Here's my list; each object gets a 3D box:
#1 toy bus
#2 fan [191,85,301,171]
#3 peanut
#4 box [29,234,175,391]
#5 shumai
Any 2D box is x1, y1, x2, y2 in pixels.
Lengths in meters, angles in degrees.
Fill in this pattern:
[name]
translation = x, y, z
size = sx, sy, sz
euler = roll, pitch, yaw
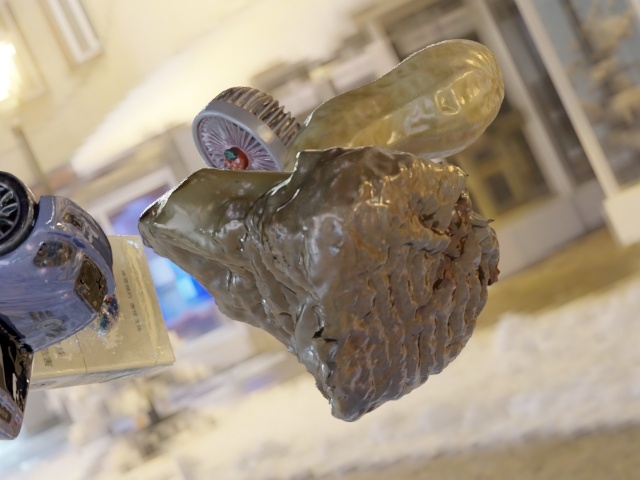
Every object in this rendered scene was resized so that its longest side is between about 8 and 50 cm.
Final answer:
[toy bus]
translation = -0.264, 0.060, 1.130
size = 0.292, 0.133, 0.125
euler = -11, -21, 5
[fan]
translation = -0.037, -0.060, 2.101
size = 0.074, 0.244, 0.130
euler = -48, 15, -29
[peanut]
translation = 0.080, -0.114, 1.971
size = 0.274, 0.111, 0.125
euler = -32, 32, -21
[box]
translation = -0.289, 0.081, 2.223
size = 0.069, 0.164, 0.256
euler = -23, -12, 33
[shumai]
translation = -0.002, -0.002, 1.773
size = 0.217, 0.283, 0.346
euler = -45, -32, -10
